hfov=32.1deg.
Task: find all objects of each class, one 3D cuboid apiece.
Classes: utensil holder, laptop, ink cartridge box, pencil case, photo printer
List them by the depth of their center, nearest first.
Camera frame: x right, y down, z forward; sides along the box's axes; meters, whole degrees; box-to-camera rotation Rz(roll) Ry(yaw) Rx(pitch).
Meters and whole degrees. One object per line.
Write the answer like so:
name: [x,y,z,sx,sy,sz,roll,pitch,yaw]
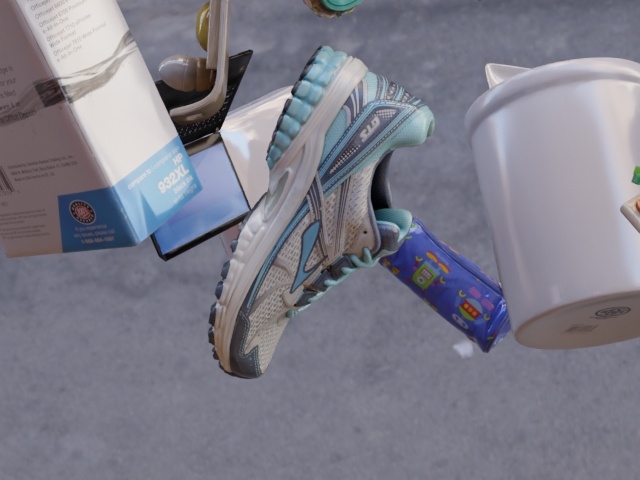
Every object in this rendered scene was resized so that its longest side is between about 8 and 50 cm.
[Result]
ink cartridge box: [-0.295,-0.147,1.173,0.223,0.307,0.129,-4,29,38]
laptop: [-0.179,-0.136,1.748,0.136,0.264,0.234,40,38,15]
utensil holder: [0.427,-0.050,1.799,0.328,0.327,0.385,-11,68,8]
photo printer: [-0.096,-0.100,2.053,0.256,0.307,0.107,-29,15,-33]
pencil case: [0.248,0.078,2.118,0.306,0.133,0.119,40,33,12]

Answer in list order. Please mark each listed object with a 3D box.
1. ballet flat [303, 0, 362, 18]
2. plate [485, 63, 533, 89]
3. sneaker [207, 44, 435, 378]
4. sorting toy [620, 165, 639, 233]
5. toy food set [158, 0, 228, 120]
ballet flat: [0.040,-0.264,0.840,0.077,0.091,0.241,18,66,41]
plate: [0.463,-0.217,2.174,0.277,0.045,0.278,5,55,-15]
sneaker: [0.000,0.000,0.866,0.122,0.283,0.110,23,23,4]
sorting toy: [0.335,-0.038,1.125,0.062,0.012,0.083,-30,70,-18]
toy food set: [-0.161,-0.303,1.412,0.092,0.306,0.220,3,2,-4]
